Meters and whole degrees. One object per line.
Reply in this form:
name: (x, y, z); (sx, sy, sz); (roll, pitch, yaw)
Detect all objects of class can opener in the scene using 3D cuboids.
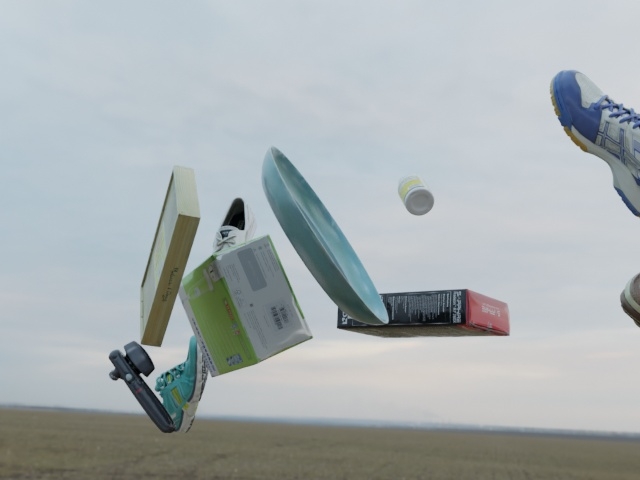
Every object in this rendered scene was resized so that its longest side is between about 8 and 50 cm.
can opener: (-0.319, 0.267, 1.319); (0.073, 0.186, 0.059); (-37, -19, 2)

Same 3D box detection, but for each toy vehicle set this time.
toy vehicle set: (-0.259, 0.026, 1.243); (0.035, 0.166, 0.267); (11, -60, -20)

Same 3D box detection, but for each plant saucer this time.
plant saucer: (0.000, 0.000, 1.110); (0.043, 0.318, 0.317); (-34, -22, 8)

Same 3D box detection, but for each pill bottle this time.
pill bottle: (0.203, -0.104, 1.591); (0.065, 0.065, 0.116); (5, 25, -8)

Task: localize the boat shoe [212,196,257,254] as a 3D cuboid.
boat shoe: (-0.210, 0.004, 1.735); (0.096, 0.268, 0.088); (0, -46, 18)

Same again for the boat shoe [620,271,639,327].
boat shoe: (0.515, 0.104, 1.107); (0.257, 0.095, 0.095); (-2, -46, -42)

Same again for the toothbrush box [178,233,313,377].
toothbrush box: (-0.155, 0.131, 1.393); (0.122, 0.206, 0.283); (-21, -6, -30)

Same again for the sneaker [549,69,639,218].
sneaker: (0.501, -0.176, 1.185); (0.296, 0.112, 0.131); (47, -34, -3)

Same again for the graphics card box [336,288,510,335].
graphics card box: (0.253, 0.188, 1.834); (0.370, 0.094, 0.232); (-8, -16, 37)

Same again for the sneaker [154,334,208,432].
sneaker: (-0.316, 0.326, 1.655); (0.109, 0.275, 0.107); (18, 27, -8)
